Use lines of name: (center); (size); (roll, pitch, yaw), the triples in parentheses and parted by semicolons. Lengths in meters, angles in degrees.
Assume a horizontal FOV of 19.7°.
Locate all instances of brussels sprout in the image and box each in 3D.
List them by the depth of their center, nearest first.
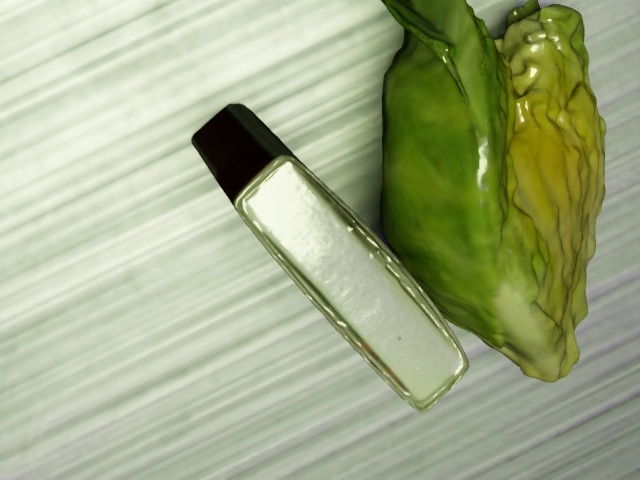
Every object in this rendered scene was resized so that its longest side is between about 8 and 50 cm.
brussels sprout: (0.071, -0.028, 0.805); (0.100, 0.139, 0.181); (3, 114, 14)

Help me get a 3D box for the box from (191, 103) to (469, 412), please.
box: (0.000, 0.000, 0.775); (0.036, 0.177, 0.115); (-41, 105, 0)
